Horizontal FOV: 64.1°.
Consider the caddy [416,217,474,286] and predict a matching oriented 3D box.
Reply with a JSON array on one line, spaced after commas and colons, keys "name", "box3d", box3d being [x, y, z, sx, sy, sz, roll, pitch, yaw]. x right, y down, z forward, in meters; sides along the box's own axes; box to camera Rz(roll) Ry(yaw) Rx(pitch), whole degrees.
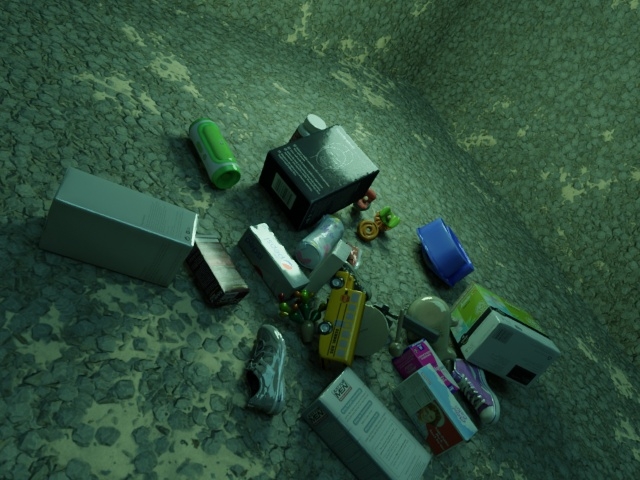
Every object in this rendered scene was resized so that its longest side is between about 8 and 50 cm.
[{"name": "caddy", "box3d": [0.580, 0.061, 2.449, 0.241, 0.179, 0.341, 35, 28, -50]}]

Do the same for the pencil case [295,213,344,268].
[{"name": "pencil case", "box3d": [0.000, 0.000, 2.039, 0.114, 0.124, 0.273, 3, 30, 24]}]

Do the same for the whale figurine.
[{"name": "whale figurine", "box3d": [0.449, 0.359, 2.060, 0.216, 0.141, 0.271, -19, 80, -7]}]

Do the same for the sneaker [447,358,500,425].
[{"name": "sneaker", "box3d": [0.568, 0.574, 1.961, 0.161, 0.102, 0.282, 18, 30, -22]}]

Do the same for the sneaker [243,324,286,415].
[{"name": "sneaker", "box3d": [-0.170, 0.369, 1.513, 0.115, 0.105, 0.281, 18, 42, -28]}]

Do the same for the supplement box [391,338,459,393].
[{"name": "supplement box", "box3d": [0.382, 0.489, 1.868, 0.111, 0.114, 0.220, -11, 61, -48]}]

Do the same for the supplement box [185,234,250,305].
[{"name": "supplement box", "box3d": [-0.345, 0.093, 1.661, 0.239, 0.073, 0.130, 55, 24, 21]}]

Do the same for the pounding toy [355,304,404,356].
[{"name": "pounding toy", "box3d": [0.183, 0.332, 1.849, 0.237, 0.110, 0.182, 3, 73, 8]}]

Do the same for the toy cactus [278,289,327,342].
[{"name": "toy cactus", "box3d": [-0.060, 0.258, 1.746, 0.219, 0.112, 0.180, 15, 63, -54]}]

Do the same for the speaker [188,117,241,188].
[{"name": "speaker", "box3d": [-0.424, -0.350, 2.040, 0.131, 0.131, 0.296, -4, 54, -44]}]

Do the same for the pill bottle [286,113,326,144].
[{"name": "pill bottle", "box3d": [-0.072, -0.474, 2.398, 0.121, 0.221, 0.121, 24, 39, -21]}]

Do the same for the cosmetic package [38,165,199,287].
[{"name": "cosmetic package", "box3d": [-0.580, -0.030, 1.488, 0.385, 0.217, 0.156, 24, 38, -24]}]

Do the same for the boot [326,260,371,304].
[{"name": "boot", "box3d": [0.072, 0.171, 1.956, 0.236, 0.085, 0.179, 47, 39, 9]}]

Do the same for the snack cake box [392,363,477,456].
[{"name": "snack cake box", "box3d": [0.385, 0.576, 1.741, 0.089, 0.152, 0.264, -11, 60, -47]}]

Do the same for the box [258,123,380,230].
[{"name": "box", "box3d": [-0.008, -0.272, 2.160, 0.396, 0.212, 0.293, -28, 71, -32]}]

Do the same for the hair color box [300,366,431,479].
[{"name": "hair color box", "box3d": [0.140, 0.591, 1.544, 0.374, 0.113, 0.185, 46, 36, 8]}]

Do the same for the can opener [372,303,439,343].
[{"name": "can opener", "box3d": [0.317, 0.324, 1.965, 0.280, 0.074, 0.093, 25, 78, 7]}]

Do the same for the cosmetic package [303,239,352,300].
[{"name": "cosmetic package", "box3d": [0.016, 0.110, 1.838, 0.060, 0.239, 0.099, 39, 36, -2]}]

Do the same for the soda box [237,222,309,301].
[{"name": "soda box", "box3d": [-0.171, 0.078, 1.828, 0.091, 0.098, 0.286, -17, 64, -50]}]

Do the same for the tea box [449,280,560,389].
[{"name": "tea box", "box3d": [0.747, 0.390, 2.141, 0.329, 0.220, 0.323, 27, 19, -16]}]

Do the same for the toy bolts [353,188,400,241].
[{"name": "toy bolts", "box3d": [0.220, -0.110, 2.388, 0.218, 0.158, 0.228, -38, 90, -13]}]

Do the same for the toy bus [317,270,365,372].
[{"name": "toy bus", "box3d": [0.072, 0.272, 1.740, 0.130, 0.108, 0.332, 9, 55, 12]}]

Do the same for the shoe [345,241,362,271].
[{"name": "shoe", "box3d": [0.122, 0.073, 2.126, 0.081, 0.063, 0.178, 32, 31, -8]}]
